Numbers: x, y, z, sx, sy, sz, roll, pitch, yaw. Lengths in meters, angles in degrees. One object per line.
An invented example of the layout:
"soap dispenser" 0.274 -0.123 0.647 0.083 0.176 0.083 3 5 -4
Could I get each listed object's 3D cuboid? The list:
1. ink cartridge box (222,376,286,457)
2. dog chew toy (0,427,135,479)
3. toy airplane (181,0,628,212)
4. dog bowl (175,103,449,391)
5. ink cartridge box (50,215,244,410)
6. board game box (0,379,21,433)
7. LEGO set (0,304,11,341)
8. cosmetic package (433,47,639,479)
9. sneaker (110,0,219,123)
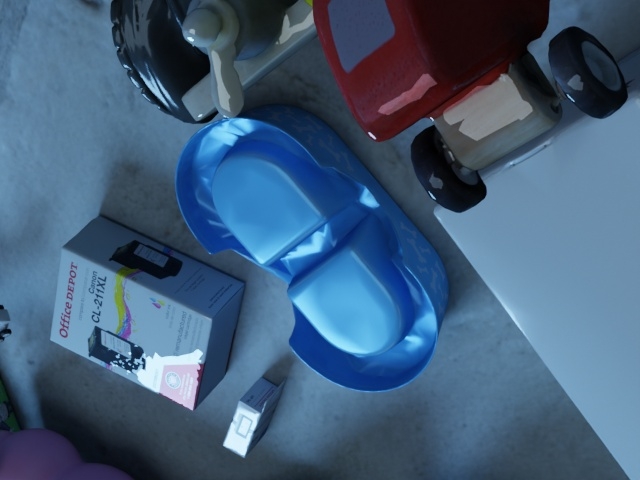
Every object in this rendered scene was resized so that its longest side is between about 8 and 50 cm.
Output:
"ink cartridge box" -0.066 0.173 1.633 0.028 0.048 0.083 30 127 11
"dog chew toy" -0.250 0.338 1.744 0.332 0.206 0.206 45 130 10
"toy airplane" 0.076 -0.231 1.108 0.272 0.386 0.384 43 169 -18
"dog bowl" 0.000 0.000 1.479 0.297 0.074 0.166 49 129 -5
"ink cartridge box" -0.176 0.073 1.619 0.175 0.072 0.127 24 127 14
"board game box" -0.427 0.277 1.896 0.213 0.046 0.317 -2 116 29
"LEGO set" -0.404 0.132 1.725 0.182 0.060 0.244 19 103 42
"cosmetic package" 0.296 0.049 1.294 0.217 0.156 0.385 -28 100 37
"sneaker" -0.114 -0.232 1.389 0.130 0.109 0.286 1 120 22
